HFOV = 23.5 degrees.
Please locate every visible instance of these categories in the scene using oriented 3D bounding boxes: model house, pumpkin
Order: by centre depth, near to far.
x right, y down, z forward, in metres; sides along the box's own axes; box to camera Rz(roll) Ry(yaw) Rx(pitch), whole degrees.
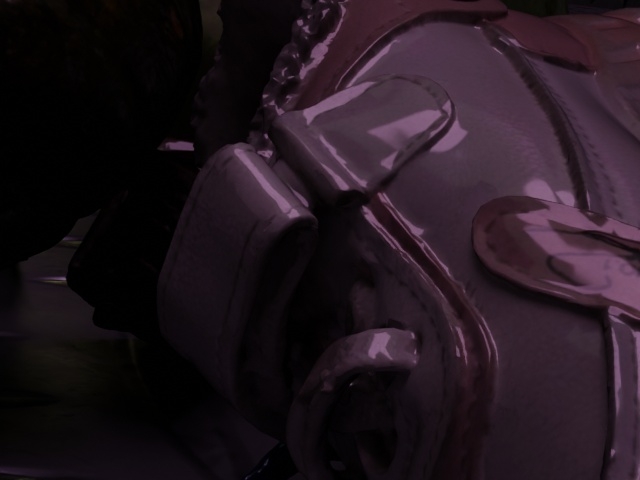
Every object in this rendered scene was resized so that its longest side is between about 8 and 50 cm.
[{"bbox_3d":[-0.156,-0.069,0.645,0.223,0.157,0.224,-21,34,15],"label":"pumpkin"},{"bbox_3d":[-0.005,0.010,0.720,0.203,0.141,0.164,-8,16,-23],"label":"model house"}]

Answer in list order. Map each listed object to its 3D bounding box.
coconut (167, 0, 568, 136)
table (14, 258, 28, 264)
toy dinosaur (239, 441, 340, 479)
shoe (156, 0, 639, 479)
[{"bbox_3d":[-0.011,-0.118,0.924,0.281,0.328,0.328,37,23,17],"label":"coconut"},{"bbox_3d":[-0.317,-0.133,0.846,0.249,0.317,0.317,-10,19,-14],"label":"table"},{"bbox_3d":[0.091,0.068,0.661,0.329,0.076,0.144,5,47,-20],"label":"toy dinosaur"},{"bbox_3d":[0.044,0.034,0.496,0.198,0.172,0.351,11,29,-8],"label":"shoe"}]
